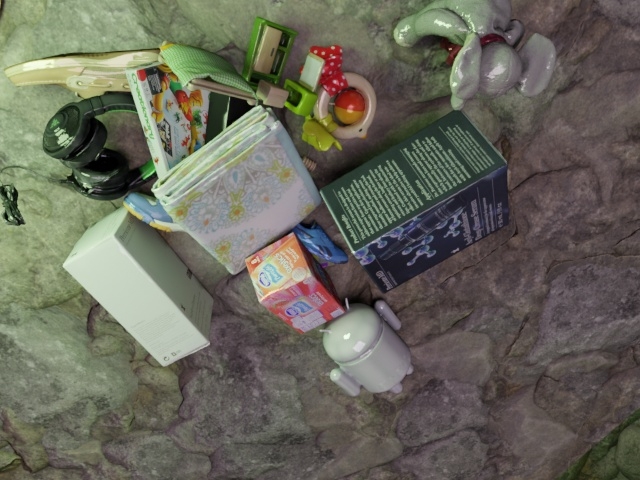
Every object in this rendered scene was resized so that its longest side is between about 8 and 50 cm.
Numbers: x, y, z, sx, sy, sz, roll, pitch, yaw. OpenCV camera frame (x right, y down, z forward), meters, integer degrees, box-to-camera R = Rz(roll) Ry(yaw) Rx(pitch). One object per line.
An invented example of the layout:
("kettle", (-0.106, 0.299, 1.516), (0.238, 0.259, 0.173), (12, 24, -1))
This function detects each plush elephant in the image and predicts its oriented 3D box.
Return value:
("plush elephant", (0.346, -0.406, 1.015), (0.272, 0.330, 0.255), (2, 86, -17))

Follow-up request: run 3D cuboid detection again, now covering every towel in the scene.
("towel", (-0.002, 0.054, 1.395), (0.083, 0.009, 0.060), (-9, 117, -6))
("towel", (-0.176, -0.107, 1.130), (0.320, 0.090, 0.374), (-38, 145, -4))

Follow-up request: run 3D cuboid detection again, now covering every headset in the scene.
("headset", (-0.523, -0.172, 1.057), (0.394, 0.185, 0.243), (-25, 147, -11))

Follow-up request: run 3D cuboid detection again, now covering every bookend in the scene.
("bookend", (-0.188, -0.281, 1.120), (0.156, 0.072, 0.157), (-12, 119, -49))

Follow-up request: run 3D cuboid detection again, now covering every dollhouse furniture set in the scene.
("dollhouse furniture set", (-0.158, -0.387, 0.975), (0.301, 0.197, 0.151), (0, 123, -41))

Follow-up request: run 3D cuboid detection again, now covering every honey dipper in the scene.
("honey dipper", (-0.084, -0.231, 1.224), (0.161, 0.030, 0.030), (29, 109, -19))

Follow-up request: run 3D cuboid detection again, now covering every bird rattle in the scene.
("bird rattle", (0.041, -0.346, 1.162), (0.207, 0.143, 0.253), (2, 104, -23))

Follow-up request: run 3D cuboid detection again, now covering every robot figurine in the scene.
("robot figurine", (0.144, 0.332, 1.453), (0.353, 0.200, 0.300), (47, 63, -26))

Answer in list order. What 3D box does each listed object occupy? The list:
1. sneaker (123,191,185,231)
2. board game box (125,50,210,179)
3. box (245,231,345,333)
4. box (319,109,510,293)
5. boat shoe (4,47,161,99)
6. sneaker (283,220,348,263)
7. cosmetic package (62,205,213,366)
("sneaker", (-0.352, -0.083, 1.222), (0.296, 0.112, 0.131), (21, 104, -28))
("board game box", (-0.311, -0.263, 1.088), (0.193, 0.053, 0.305), (-36, 131, -38))
("box", (-0.062, 0.128, 1.278), (0.154, 0.142, 0.300), (-29, 148, 6))
("box", (0.249, -0.085, 1.192), (0.395, 0.212, 0.293), (-30, 148, 7))
("boat shoe", (-0.505, -0.357, 1.036), (0.341, 0.121, 0.110), (-7, 117, -7))
("sneaker", (0.000, 0.000, 1.331), (0.209, 0.069, 0.082), (26, 100, -16))
("cosmetic package", (-0.457, 0.116, 1.235), (0.156, 0.217, 0.385), (-27, 120, 5))
